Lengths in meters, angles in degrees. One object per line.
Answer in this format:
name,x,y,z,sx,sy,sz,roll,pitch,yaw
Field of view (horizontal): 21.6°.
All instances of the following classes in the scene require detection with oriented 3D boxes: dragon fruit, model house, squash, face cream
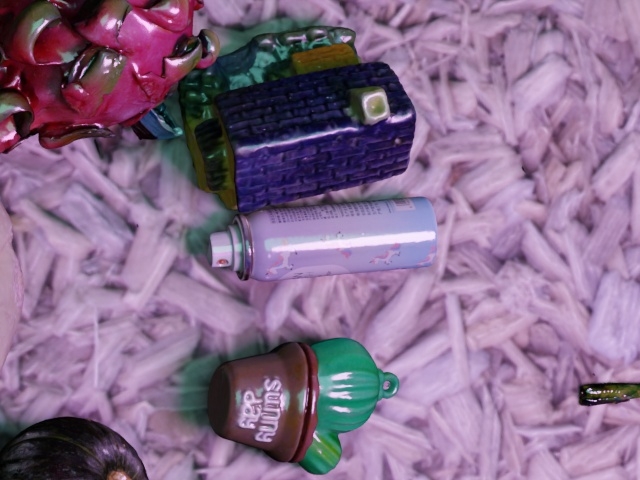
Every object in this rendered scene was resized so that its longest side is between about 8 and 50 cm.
dragon fruit,-0.227,-0.182,1.516,0.273,0.218,0.198,-24,110,-25
model house,-0.026,-0.123,1.625,0.194,0.211,0.170,-12,94,-12
squash,-0.237,0.255,1.576,0.193,0.156,0.193,8,80,-53
face cream,0.000,0.000,1.697,0.229,0.075,0.075,-5,90,-13

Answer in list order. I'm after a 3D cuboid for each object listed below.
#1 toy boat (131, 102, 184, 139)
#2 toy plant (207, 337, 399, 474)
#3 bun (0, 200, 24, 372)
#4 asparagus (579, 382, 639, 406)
toy boat,-0.177,-0.161,1.663,0.061,0.060,0.137,-24,91,9
toy plant,-0.011,0.166,1.679,0.200,0.105,0.142,5,96,-25
bun,-0.445,0.055,1.516,0.365,0.219,0.365,1,87,-17
asparagus,0.390,0.160,1.815,0.233,0.023,0.022,-3,134,-13
